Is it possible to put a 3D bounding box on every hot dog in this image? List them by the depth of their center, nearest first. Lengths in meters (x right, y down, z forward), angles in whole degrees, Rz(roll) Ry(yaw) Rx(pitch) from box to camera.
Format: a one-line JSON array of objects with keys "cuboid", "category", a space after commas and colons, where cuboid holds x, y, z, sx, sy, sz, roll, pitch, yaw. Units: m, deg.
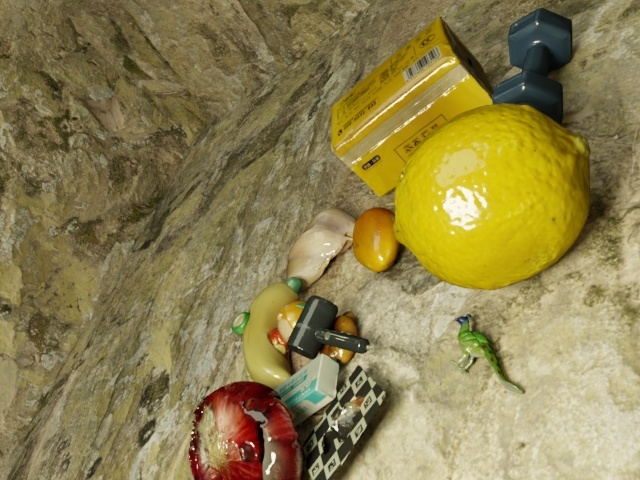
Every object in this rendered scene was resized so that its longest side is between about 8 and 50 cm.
[{"cuboid": [0.042, 0.209, 1.569, 0.089, 0.060, 0.140, -33, 37, 26], "category": "hot dog"}]

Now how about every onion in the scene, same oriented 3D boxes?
[{"cuboid": [-0.117, 0.401, 1.410, 0.272, 0.195, 0.272, 0, 90, 42], "category": "onion"}]

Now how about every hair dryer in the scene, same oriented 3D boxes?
[{"cuboid": [0.032, 0.189, 1.489, 0.219, 0.071, 0.124, 9, 66, 48], "category": "hair dryer"}]

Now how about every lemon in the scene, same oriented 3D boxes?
[{"cuboid": [0.294, -0.073, 1.268, 0.336, 0.336, 0.336, -37, 27, 22], "category": "lemon"}]

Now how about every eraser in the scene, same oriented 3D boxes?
[{"cuboid": [-0.050, 0.328, 1.505, 0.225, 0.052, 0.096, -43, 23, 36], "category": "eraser"}]

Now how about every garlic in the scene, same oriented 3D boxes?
[{"cuboid": [0.000, 0.000, 1.885, 0.228, 0.110, 0.217, -32, 25, 32], "category": "garlic"}]

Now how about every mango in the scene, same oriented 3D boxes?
[{"cuboid": [0.127, 0.000, 1.679, 0.141, 0.102, 0.217, -47, 21, 18], "category": "mango"}]

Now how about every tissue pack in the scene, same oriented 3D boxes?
[{"cuboid": [0.229, -0.335, 1.854, 0.382, 0.228, 0.293, -36, 28, 23], "category": "tissue pack"}]

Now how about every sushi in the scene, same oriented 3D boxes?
[{"cuboid": [0.051, 0.349, 1.345, 0.210, 0.040, 0.192, -56, 16, -1], "category": "sushi"}]

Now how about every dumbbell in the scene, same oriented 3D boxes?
[{"cuboid": [0.472, -0.370, 1.614, 0.144, 0.156, 0.316, 114, 178, -53], "category": "dumbbell"}]

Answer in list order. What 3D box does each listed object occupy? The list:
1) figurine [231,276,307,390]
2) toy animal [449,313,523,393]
[{"cuboid": [-0.087, 0.217, 1.697, 0.222, 0.124, 0.325, -37, 30, 16], "category": "figurine"}, {"cuboid": [0.264, 0.206, 1.230, 0.075, 0.041, 0.217, -42, 30, 10], "category": "toy animal"}]
